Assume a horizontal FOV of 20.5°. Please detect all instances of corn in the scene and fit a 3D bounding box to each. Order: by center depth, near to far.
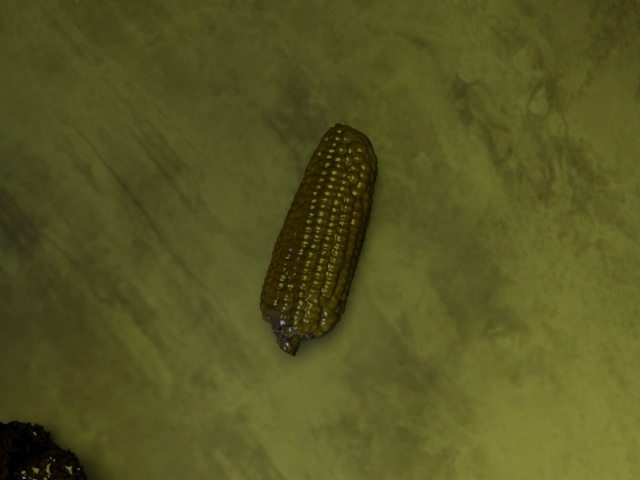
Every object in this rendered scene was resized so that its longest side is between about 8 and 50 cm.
[{"bbox_3d":[0.000,0.000,1.937,0.097,0.097,0.261,15,78,5],"label":"corn"}]

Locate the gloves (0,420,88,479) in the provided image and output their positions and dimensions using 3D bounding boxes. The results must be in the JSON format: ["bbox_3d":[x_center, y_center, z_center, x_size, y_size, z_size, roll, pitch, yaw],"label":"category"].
[{"bbox_3d":[-0.299,0.332,1.878,0.210,0.135,0.312,-42,78,2],"label":"gloves"}]
